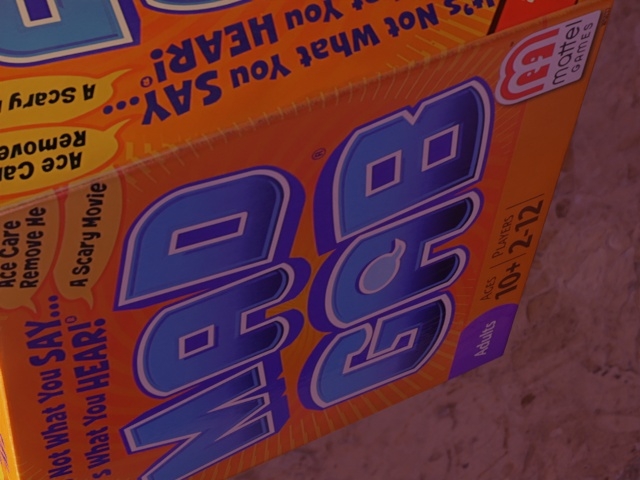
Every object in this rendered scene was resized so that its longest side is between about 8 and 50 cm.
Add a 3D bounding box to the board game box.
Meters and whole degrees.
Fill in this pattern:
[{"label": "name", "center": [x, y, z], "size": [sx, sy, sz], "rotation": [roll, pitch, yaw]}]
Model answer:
[{"label": "board game box", "center": [-0.096, -0.089, 0.939], "size": [0.357, 0.356, 0.356], "rotation": [-22, 148, -20]}]
